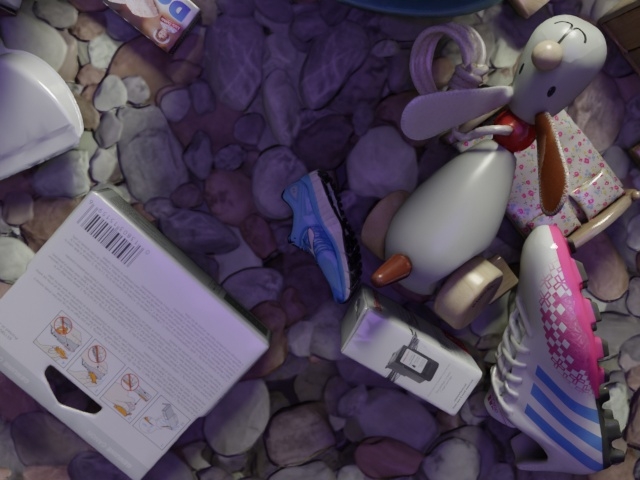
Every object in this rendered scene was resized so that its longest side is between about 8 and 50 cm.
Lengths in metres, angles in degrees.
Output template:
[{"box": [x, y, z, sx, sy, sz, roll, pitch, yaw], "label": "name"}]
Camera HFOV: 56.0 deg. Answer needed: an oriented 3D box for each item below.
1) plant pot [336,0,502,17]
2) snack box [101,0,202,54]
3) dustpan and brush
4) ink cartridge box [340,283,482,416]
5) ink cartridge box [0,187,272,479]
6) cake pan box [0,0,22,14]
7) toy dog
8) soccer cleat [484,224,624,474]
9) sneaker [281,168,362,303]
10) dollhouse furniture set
[{"box": [0.074, -0.439, 0.542, 0.341, 0.341, 0.334, 20, 88, -3], "label": "plant pot"}, {"box": [-0.226, -0.296, 0.692, 0.178, 0.022, 0.064, 38, 94, -5], "label": "snack box"}, {"box": [-0.365, -0.189, 0.694, 0.147, 0.060, 0.211, -19, 104, 15], "label": "dustpan and brush"}, {"box": [0.099, 0.124, 0.705, 0.150, 0.109, 0.063, 30, 100, -4], "label": "ink cartridge box"}, {"box": [-0.237, 0.115, 0.727, 0.275, 0.060, 0.239, 43, 96, -6], "label": "ink cartridge box"}, {"box": [-0.376, -0.384, 0.566, 0.266, 0.070, 0.246, 25, 97, 6], "label": "cake pan box"}, {"box": [0.139, -0.060, 0.604, 0.220, 0.161, 0.334, 19, 111, 31], "label": "toy dog"}, {"box": [0.247, 0.143, 0.680, 0.143, 0.116, 0.331, -13, 114, 18], "label": "soccer cleat"}, {"box": [0.000, 0.000, 0.723, 0.073, 0.063, 0.162, -18, 93, 19], "label": "sneaker"}, {"box": [0.248, -0.140, 0.641, 0.355, 0.174, 0.303, -39, 96, 4], "label": "dollhouse furniture set"}]
